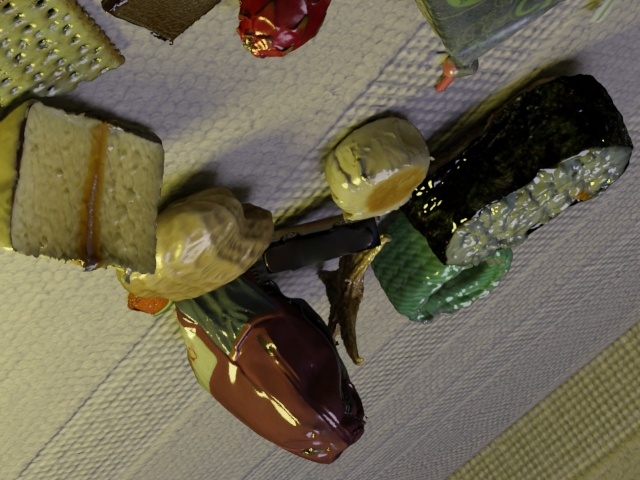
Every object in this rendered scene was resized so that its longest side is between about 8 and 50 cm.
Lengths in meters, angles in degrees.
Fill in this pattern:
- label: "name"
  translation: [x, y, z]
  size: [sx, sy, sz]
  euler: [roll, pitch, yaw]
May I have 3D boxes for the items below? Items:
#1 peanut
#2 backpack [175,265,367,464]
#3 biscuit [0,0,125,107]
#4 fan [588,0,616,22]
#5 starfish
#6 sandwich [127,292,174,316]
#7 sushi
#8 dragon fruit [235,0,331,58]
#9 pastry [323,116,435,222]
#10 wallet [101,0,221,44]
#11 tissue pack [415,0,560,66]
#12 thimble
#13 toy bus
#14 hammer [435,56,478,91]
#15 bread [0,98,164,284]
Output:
- label: "peanut"
  translation: [-0.162, 0.009, 1.898]
  size: [0.197, 0.110, 0.233]
  euler: [-38, 154, 17]
- label: "backpack"
  translation: [-0.060, 0.192, 2.128]
  size: [0.197, 0.317, 0.283]
  euler: [-46, 160, -10]
- label: "biscuit"
  translation: [-0.294, -0.193, 1.440]
  size: [0.144, 0.016, 0.203]
  euler: [-31, 156, 1]
- label: "fan"
  translation: [0.470, -0.437, 1.857]
  size: [0.233, 0.012, 0.415]
  euler: [-7, 145, -41]
- label: "starfish"
  translation: [0.048, 0.069, 2.167]
  size: [0.048, 0.295, 0.231]
  euler: [16, 114, -15]
- label: "sandwich"
  translation: [-0.244, 0.078, 2.052]
  size: [0.069, 0.026, 0.101]
  euler: [-33, 155, 17]
- label: "sushi"
  translation: [0.291, -0.108, 2.126]
  size: [0.350, 0.171, 0.211]
  euler: [-34, 155, 7]
- label: "dragon fruit"
  translation: [-0.018, -0.278, 1.520]
  size: [0.190, 0.094, 0.094]
  euler: [-54, 152, 11]
- label: "pastry"
  translation: [0.081, -0.100, 1.992]
  size: [0.166, 0.088, 0.166]
  euler: [-24, 157, -11]
- label: "wallet"
  translation: [-0.100, -0.297, 1.435]
  size: [0.243, 0.039, 0.133]
  euler: [-38, 162, 17]
- label: "tissue pack"
  translation: [0.203, -0.374, 1.528]
  size: [0.288, 0.124, 0.394]
  euler: [-35, 157, 5]
- label: "thimble"
  translation: [0.192, 0.028, 2.309]
  size: [0.219, 0.150, 0.219]
  euler: [-26, 156, -12]
- label: "toy bus"
  translation: [0.000, 0.000, 2.072]
  size: [0.172, 0.057, 0.072]
  euler: [-14, -159, 4]
- label: "hammer"
  translation: [0.178, -0.225, 1.934]
  size: [0.052, 0.031, 0.083]
  euler: [-12, 162, -30]
- label: "bread"
  translation: [-0.285, -0.063, 1.593]
  size: [0.266, 0.142, 0.178]
  euler: [16, 93, -64]
